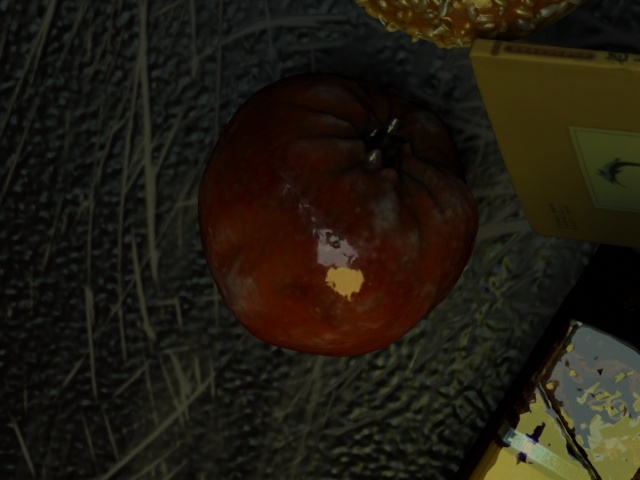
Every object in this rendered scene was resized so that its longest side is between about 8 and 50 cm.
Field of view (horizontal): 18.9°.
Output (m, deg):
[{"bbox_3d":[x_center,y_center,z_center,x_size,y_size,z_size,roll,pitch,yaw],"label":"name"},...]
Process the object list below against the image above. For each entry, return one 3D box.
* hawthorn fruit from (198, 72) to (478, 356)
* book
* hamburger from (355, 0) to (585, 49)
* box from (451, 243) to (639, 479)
[{"bbox_3d":[0.000,0.000,1.634,0.242,0.242,0.271,35,130,3],"label":"hawthorn fruit"},{"bbox_3d":[0.323,-0.055,1.488,0.389,0.269,0.032,9,62,23],"label":"book"},{"bbox_3d":[0.132,-0.288,1.520,0.291,0.225,0.291,2,103,10],"label":"hamburger"},{"bbox_3d":[0.171,0.215,1.616,0.116,0.264,0.415,32,108,5],"label":"box"}]
